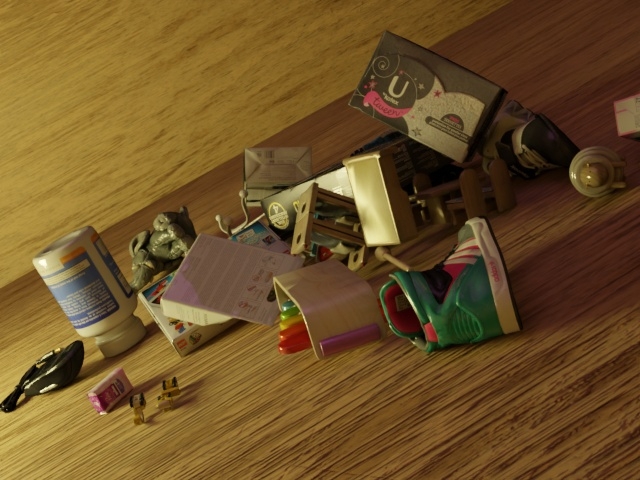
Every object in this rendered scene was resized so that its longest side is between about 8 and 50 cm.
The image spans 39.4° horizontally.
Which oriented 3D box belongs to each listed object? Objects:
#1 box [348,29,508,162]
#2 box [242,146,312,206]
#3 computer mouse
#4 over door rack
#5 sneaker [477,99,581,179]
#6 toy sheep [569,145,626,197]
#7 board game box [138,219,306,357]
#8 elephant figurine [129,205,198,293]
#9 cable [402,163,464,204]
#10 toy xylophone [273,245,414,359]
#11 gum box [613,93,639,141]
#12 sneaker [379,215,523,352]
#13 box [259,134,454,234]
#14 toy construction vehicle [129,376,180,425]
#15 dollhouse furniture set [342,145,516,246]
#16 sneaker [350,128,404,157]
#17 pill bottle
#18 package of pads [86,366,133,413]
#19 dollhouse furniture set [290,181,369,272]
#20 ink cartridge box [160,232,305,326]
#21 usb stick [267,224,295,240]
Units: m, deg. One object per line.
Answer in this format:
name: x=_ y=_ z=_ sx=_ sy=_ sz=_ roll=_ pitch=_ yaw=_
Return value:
box: x=0.205 y=-0.269 z=1.695 sx=0.163 sy=0.247 sz=0.142 roll=-63 pitch=-12 yaw=13
box: x=-0.111 y=-0.156 z=2.246 sx=0.169 sy=0.087 sz=0.290 roll=-1 pitch=-9 yaw=-7
computer mouse: x=-0.592 y=0.290 z=1.995 sx=0.262 sy=0.060 sz=0.184 roll=-35 pitch=16 yaw=22
over door rack: x=-0.154 y=-0.026 z=2.063 sx=0.324 sy=0.108 sz=0.239 roll=-19 pitch=32 yaw=31
sneaker: x=0.383 y=-0.163 z=1.678 sx=0.146 sy=0.122 sz=0.330 roll=-45 pitch=14 yaw=7
toy sheep: x=0.442 y=-0.111 z=1.424 sx=0.091 sy=0.091 sz=0.132 roll=-23 pitch=2 yaw=20
board game box: x=-0.200 y=0.090 z=1.820 sx=0.305 sy=0.053 sz=0.193 roll=-32 pitch=40 yaw=-13
elephant figurine: x=-0.453 y=0.035 z=2.433 sx=0.239 sy=0.169 sz=0.186 roll=-41 pitch=-18 yaw=15
cable: x=0.218 y=-0.120 z=1.917 sx=0.184 sy=0.047 sz=0.150 roll=-16 pitch=19 yaw=41
toy xylophone: x=0.034 y=0.093 z=1.466 sx=0.236 sy=0.081 sz=0.323 roll=-16 pitch=13 yaw=-2
gum box: x=0.581 y=-0.211 z=1.449 sx=0.188 sy=0.062 sz=0.107 roll=-14 pitch=-14 yaw=43
sneaker: x=0.174 y=0.065 z=1.263 sx=0.178 sy=0.124 sz=0.295 roll=-16 pitch=18 yaw=9
box: x=0.111 y=-0.147 z=1.899 sx=0.395 sy=0.097 sz=0.318 roll=-28 pitch=6 yaw=-41
toy construction vehicle: x=-0.282 y=0.279 z=1.532 sx=0.085 sy=0.035 sz=0.098 roll=-18 pitch=17 yaw=-5
dollhouse furniture set: x=0.182 y=-0.102 z=1.598 sx=0.242 sy=0.161 sz=0.212 roll=-20 pitch=8 yaw=-34
sneaker: x=0.169 y=-0.260 z=2.431 sx=0.190 sy=0.071 sz=0.083 roll=-23 pitch=10 yaw=18
pill bottle: x=-0.501 y=0.118 z=1.976 sx=0.152 sy=0.272 sz=0.152 roll=-26 pitch=15 yaw=8
package of pads: x=-0.394 y=0.282 z=1.676 sx=0.032 sy=0.050 sz=0.083 roll=-15 pitch=20 yaw=41
dollhouse furniture set: x=0.000 y=0.000 z=1.684 sx=0.183 sy=0.129 sz=0.129 roll=141 pitch=143 yaw=-59
ink cartridge box: x=-0.168 y=0.089 z=1.740 sx=0.232 sy=0.066 sz=0.189 roll=16 pitch=49 yaw=12
usb stick: x=-0.004 y=-0.070 z=2.152 sx=0.278 sy=0.045 sz=0.077 roll=-26 pitch=23 yaw=8
